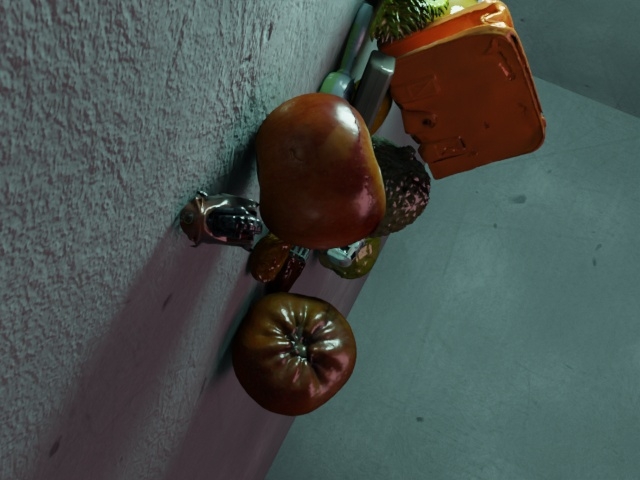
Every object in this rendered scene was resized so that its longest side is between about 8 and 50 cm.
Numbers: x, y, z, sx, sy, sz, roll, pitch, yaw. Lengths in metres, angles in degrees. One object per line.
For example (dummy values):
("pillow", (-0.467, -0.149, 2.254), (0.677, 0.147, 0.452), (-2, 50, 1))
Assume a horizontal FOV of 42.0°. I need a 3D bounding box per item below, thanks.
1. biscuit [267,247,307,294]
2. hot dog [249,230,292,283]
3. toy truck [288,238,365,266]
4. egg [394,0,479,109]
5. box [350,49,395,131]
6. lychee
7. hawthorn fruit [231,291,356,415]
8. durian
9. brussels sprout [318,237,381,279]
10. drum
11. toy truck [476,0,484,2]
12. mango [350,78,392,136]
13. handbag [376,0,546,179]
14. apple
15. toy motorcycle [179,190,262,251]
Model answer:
("biscuit", (-0.069, 0.061, 1.980), (0.192, 0.049, 0.192), (-57, 165, -23))
("hot dog", (-0.096, 0.020, 1.699), (0.147, 0.065, 0.099), (-59, 175, 33))
("toy truck", (0.000, 0.000, 1.824), (0.115, 0.177, 0.080), (-61, 169, -14))
("egg", (0.297, -0.435, 2.021), (0.351, 0.282, 0.282), (93, 23, -52))
("box", (0.086, -0.262, 1.708), (0.103, 0.055, 0.244), (-77, -172, -59))
("lychee", (0.130, -0.121, 1.984), (0.274, 0.255, 0.255), (-56, 174, 21))
("hawthorn fruit", (-0.069, 0.259, 1.883), (0.277, 0.277, 0.298), (-61, 179, -25))
("durian", (0.166, -0.509, 1.689), (0.355, 0.157, 0.169), (-69, 142, -53))
("brussels sprout", (0.093, 0.007, 2.351), (0.223, 0.161, 0.223), (-56, 171, -13))
("drum", (0.053, -0.338, 1.673), (0.130, 0.049, 0.253), (67, 45, -76))
("toy truck", (0.391, -0.655, 2.346), (0.124, 0.155, 0.268), (-67, 170, 9))
("mango", (0.089, -0.283, 1.858), (0.195, 0.098, 0.137), (-52, 167, -31))
("handbag", (0.318, -0.320, 1.847), (0.410, 0.303, 0.116), (54, 23, -48))
("apple", (-0.006, -0.111, 1.357), (0.251, 0.206, 0.272), (74, 5, -53))
("toy motorcycle", (-0.147, -0.028, 1.257), (0.212, 0.118, 0.084), (156, -61, -87))
